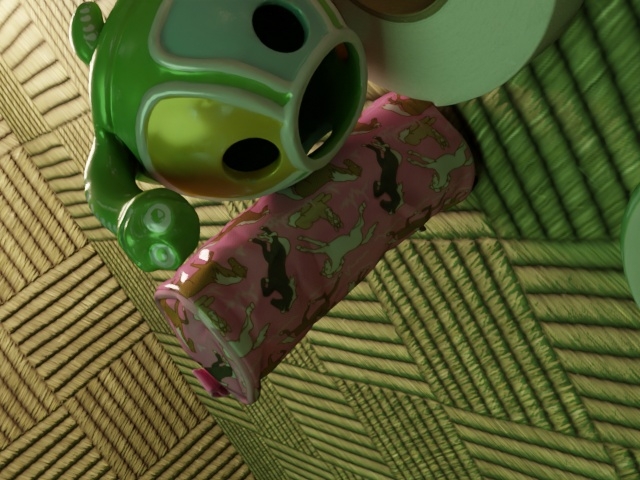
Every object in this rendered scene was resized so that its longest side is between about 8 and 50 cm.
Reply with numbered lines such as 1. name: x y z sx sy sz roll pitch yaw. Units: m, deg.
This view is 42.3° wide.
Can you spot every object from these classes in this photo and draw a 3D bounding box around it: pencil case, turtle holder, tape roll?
1. pencil case: 0.000 0.000 0.899 0.167 0.386 0.160 57 155 -17
2. turtle holder: -0.101 -0.145 0.797 0.227 0.320 0.243 20 127 27
3. tape roll: 0.068 -0.308 0.750 0.392 0.072 0.392 37 150 25

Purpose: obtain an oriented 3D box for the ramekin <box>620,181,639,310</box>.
1. ramekin: 0.372 0.009 0.594 0.303 0.148 0.303 37 151 25
